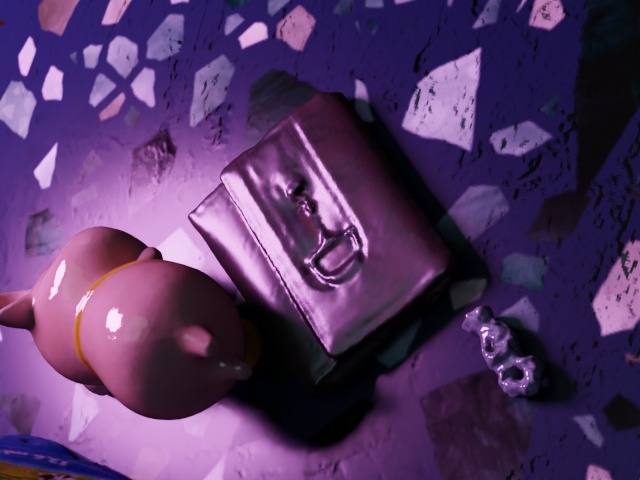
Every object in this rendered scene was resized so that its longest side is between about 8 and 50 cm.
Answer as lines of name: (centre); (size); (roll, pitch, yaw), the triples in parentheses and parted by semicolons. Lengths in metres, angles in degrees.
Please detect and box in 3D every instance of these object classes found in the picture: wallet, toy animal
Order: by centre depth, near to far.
wallet: (0.000, 0.000, 1.137); (0.182, 0.049, 0.229); (-42, 58, 13)
toy animal: (-0.151, 0.075, 1.142); (0.248, 0.165, 0.149); (5, 50, 46)

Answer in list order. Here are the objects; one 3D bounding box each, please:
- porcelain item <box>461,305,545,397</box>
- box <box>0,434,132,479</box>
porcelain item: (0.141, 0.087, 1.022); (0.036, 0.028, 0.083); (-45, 57, 12)
box: (-0.280, 0.299, 1.141); (0.291, 0.262, 0.206); (-152, 75, -75)
